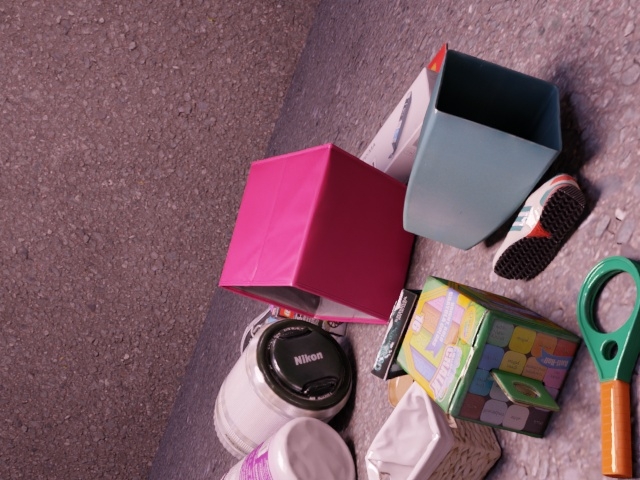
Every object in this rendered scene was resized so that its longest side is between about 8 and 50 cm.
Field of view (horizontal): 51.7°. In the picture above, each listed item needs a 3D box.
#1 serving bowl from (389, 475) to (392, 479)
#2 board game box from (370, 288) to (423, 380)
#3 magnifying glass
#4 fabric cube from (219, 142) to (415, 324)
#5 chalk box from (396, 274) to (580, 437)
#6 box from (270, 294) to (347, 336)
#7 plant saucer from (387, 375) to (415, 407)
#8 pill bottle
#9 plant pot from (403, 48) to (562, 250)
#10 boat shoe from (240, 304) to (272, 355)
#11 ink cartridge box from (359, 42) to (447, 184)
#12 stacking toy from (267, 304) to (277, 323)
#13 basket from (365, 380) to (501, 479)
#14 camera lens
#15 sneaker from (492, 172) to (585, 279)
[{"bbox_3d":[0.121,0.371,0.944,0.083,0.027,0.083,169,90,-89],"label":"serving bowl"},{"bbox_3d":[0.141,0.133,0.953,0.026,0.186,0.126,23,96,29],"label":"board game box"},{"bbox_3d":[0.305,0.124,0.683,0.092,0.026,0.230,-39,34,59],"label":"magnifying glass"},{"bbox_3d":[0.000,0.000,1.247,0.259,0.254,0.258,-5,68,52],"label":"fabric cube"},{"bbox_3d":[0.204,0.140,0.789,0.213,0.133,0.132,-145,74,-71],"label":"chalk box"},{"bbox_3d":[-0.001,0.076,1.432,0.044,0.159,0.232,155,130,-67],"label":"box"},{"bbox_3d":[0.137,0.236,1.088,0.083,0.015,0.083,-162,90,-73],"label":"plant saucer"},{"bbox_3d":[-0.088,0.464,1.206,0.301,0.169,0.169,-46,28,32],"label":"pill bottle"},{"bbox_3d":[0.209,-0.111,0.945,0.234,0.166,0.165,109,180,-46],"label":"plant pot"},{"bbox_3d":[-0.130,0.256,1.725,0.306,0.113,0.105,-46,15,36],"label":"boat shoe"},{"bbox_3d":[0.170,-0.243,1.392,0.296,0.066,0.261,127,154,-45],"label":"ink cartridge box"},{"bbox_3d":[-0.076,0.276,1.542,0.141,0.141,0.330,-160,81,-73],"label":"stacking toy"},{"bbox_3d":[0.145,0.283,0.869,0.113,0.103,0.167,-102,33,-58],"label":"basket"},{"bbox_3d":[-0.080,0.307,1.334,0.219,0.220,0.274,-89,24,-44],"label":"camera lens"},{"bbox_3d":[0.282,-0.019,0.861,0.161,0.057,0.075,-61,3,34],"label":"sneaker"}]
